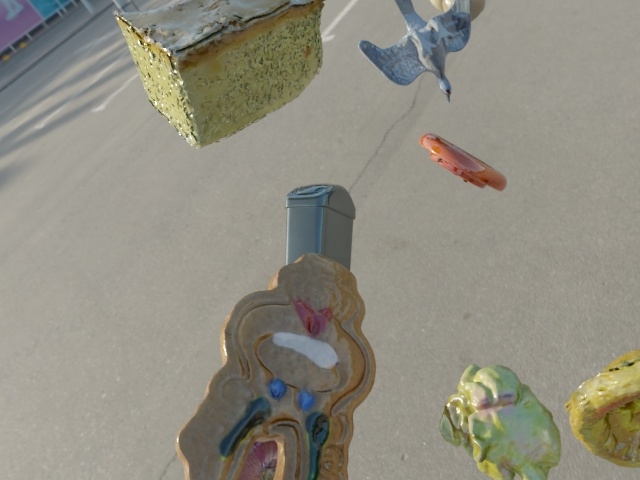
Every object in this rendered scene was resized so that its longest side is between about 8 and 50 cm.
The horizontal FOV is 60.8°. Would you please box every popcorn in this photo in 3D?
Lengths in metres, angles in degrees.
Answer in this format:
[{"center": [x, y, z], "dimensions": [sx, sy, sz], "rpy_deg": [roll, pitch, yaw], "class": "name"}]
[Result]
[{"center": [0.169, 0.175, 0.508], "dimensions": [0.109, 0.097, 0.089], "rpy_deg": [33, 72, 35], "class": "popcorn"}]

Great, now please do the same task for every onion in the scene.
[{"center": [-0.136, 0.473, 1.157], "dimensions": [0.161, 0.248, 0.248], "rpy_deg": [6, 51, 49], "class": "onion"}]

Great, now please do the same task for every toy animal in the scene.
[{"center": [0.211, -0.401, 1.125], "dimensions": [0.239, 0.255, 0.176], "rpy_deg": [-27, 7, 5], "class": "toy animal"}]

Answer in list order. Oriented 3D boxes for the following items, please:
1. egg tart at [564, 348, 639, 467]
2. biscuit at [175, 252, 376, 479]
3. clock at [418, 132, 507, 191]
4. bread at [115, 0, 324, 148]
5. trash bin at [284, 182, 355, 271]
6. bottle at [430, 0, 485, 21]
[{"center": [0.559, 0.266, 0.903], "dimensions": [0.295, 0.294, 0.116], "rpy_deg": [-18, 34, 25], "class": "egg tart"}, {"center": [-0.030, 0.154, 0.654], "dimensions": [0.047, 0.202, 0.333], "rpy_deg": [-51, 14, 50], "class": "biscuit"}, {"center": [0.297, -0.162, 1.147], "dimensions": [0.051, 0.205, 0.205], "rpy_deg": [-59, 28, 17], "class": "clock"}, {"center": [-0.188, -0.363, 1.036], "dimensions": [0.279, 0.248, 0.315], "rpy_deg": [33, 59, 30], "class": "bread"}, {"center": [0.000, 0.000, 1.118], "dimensions": [0.101, 0.177, 0.236], "rpy_deg": [-1, 82, 23], "class": "trash bin"}, {"center": [0.281, -0.563, 1.198], "dimensions": [0.110, 0.097, 0.209], "rpy_deg": [-13, 62, -31], "class": "bottle"}]
